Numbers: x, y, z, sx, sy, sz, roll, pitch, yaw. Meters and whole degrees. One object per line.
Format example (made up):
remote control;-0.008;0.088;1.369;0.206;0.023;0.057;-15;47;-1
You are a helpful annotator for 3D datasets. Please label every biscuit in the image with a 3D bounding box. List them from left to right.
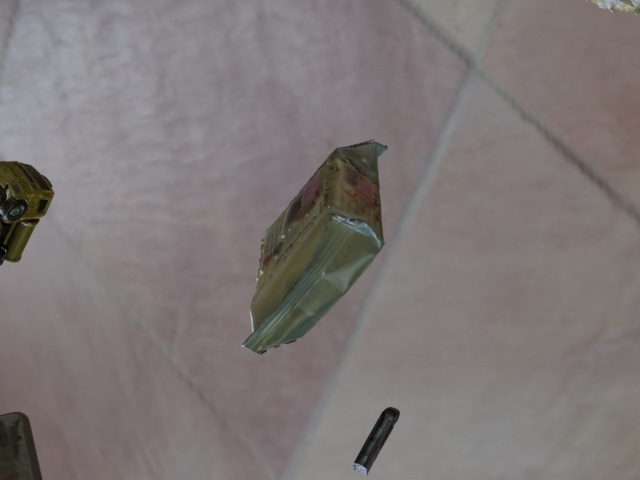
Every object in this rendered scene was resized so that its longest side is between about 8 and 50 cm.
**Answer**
biscuit;-0.003;0.003;1.663;0.079;0.309;0.186;40;106;-11

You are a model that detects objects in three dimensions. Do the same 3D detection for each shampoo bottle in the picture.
shampoo bottle;-0.363;0.286;1.908;0.040;0.080;0.165;150;108;-67

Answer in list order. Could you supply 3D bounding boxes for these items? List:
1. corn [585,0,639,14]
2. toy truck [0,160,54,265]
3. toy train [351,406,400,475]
corn;0.210;-0.259;0.871;0.130;0.347;0.130;23;151;14
toy truck;-0.251;-0.023;1.311;0.049;0.054;0.083;47;121;29
toy train;0.056;0.191;1.597;0.017;0.083;0.017;20;143;17
